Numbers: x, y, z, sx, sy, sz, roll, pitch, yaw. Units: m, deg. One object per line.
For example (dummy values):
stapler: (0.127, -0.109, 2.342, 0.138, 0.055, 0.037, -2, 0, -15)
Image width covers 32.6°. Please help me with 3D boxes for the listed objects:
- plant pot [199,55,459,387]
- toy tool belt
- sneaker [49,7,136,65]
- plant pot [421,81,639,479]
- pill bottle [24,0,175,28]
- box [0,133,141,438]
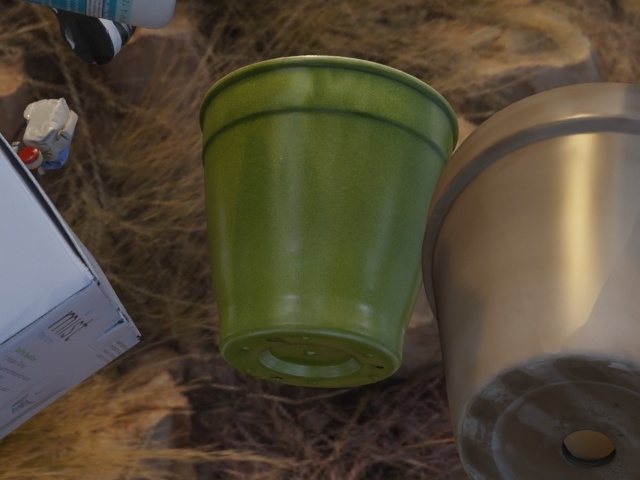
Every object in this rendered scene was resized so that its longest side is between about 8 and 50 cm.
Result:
plant pot: (0.000, 0.000, 1.475, 0.366, 0.366, 0.353, 22, 60, -33)
toy tool belt: (-0.250, -0.088, 1.012, 0.051, 0.052, 0.083, 70, 22, -50)
sneaker: (-0.253, -0.268, 1.119, 0.178, 0.072, 0.077, 62, 35, -18)
plant pot: (0.223, 0.079, 0.882, 0.323, 0.323, 0.280, 49, 33, -18)
pill bottle: (-0.235, -0.262, 0.857, 0.264, 0.146, 0.146, 10, 70, -11)
box: (-0.229, 0.061, 0.590, 0.231, 0.262, 0.127, -36, 84, -10)
